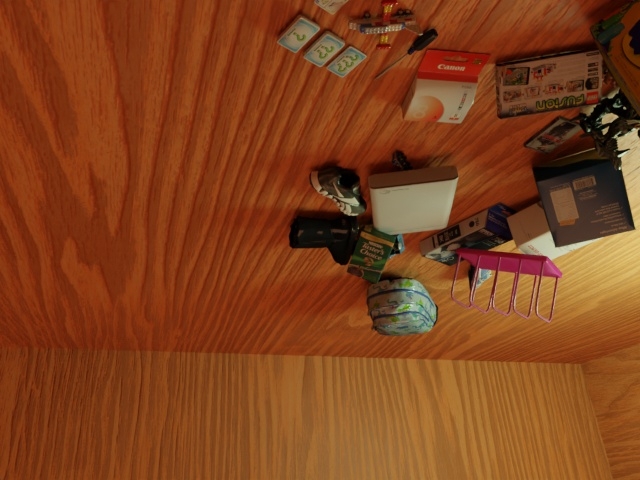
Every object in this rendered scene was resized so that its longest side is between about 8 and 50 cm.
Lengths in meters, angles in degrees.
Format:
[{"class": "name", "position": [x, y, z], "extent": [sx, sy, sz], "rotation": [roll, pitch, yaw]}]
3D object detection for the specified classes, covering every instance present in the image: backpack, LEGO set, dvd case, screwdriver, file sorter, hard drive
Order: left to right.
[{"class": "LEGO set", "position": [0.063, -0.395, 0.987], "extent": [0.183, 0.060, 0.244], "rotation": [16, 147, -40]}, {"class": "backpack", "position": [0.320, 0.273, 2.150], "extent": [0.291, 0.273, 0.355], "rotation": [-4, 141, 15]}, {"class": "screwdriver", "position": [0.170, -0.372, 1.078], "extent": [0.024, 0.025, 0.170], "rotation": [18, 145, -35]}, {"class": "hard drive", "position": [0.266, -0.105, 1.545], "extent": [0.233, 0.047, 0.353], "rotation": [-6, 159, 6]}, {"class": "file sorter", "position": [0.603, 0.149, 1.734], "extent": [0.291, 0.182, 0.202], "rotation": [6, 166, 38]}, {"class": "dvd case", "position": [0.592, -0.266, 1.347], "extent": [0.087, 0.013, 0.119], "rotation": [10, 151, -25]}]

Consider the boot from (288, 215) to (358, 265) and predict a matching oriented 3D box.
[{"class": "boot", "position": [0.000, 0.000, 1.702], "extent": [0.207, 0.094, 0.246], "rotation": [-1, 149, -9]}]

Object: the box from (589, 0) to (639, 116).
[{"class": "box", "position": [0.687, -0.319, 0.917], "extent": [0.279, 0.289, 0.177], "rotation": [-31, 141, 28]}]

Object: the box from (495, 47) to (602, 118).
[{"class": "box", "position": [0.480, -0.330, 1.117], "extent": [0.207, 0.036, 0.114], "rotation": [-7, 113, 7]}]

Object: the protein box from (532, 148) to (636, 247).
[{"class": "protein box", "position": [0.699, -0.116, 1.415], "extent": [0.200, 0.136, 0.201], "rotation": [-16, 110, 23]}]

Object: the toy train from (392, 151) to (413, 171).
[{"class": "toy train", "position": [0.228, -0.194, 1.431], "extent": [0.036, 0.027, 0.158], "rotation": [-5, 155, 27]}]

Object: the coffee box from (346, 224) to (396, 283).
[{"class": "coffee box", "position": [0.160, 0.047, 1.692], "extent": [0.113, 0.040, 0.184], "rotation": [22, 128, 4]}]

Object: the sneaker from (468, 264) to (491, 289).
[{"class": "sneaker", "position": [0.625, 0.140, 2.069], "extent": [0.081, 0.080, 0.211], "rotation": [-3, 154, 5]}]

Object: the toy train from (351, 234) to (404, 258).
[{"class": "toy train", "position": [0.189, 0.022, 1.768], "extent": [0.184, 0.080, 0.105], "rotation": [-8, -171, 27]}]

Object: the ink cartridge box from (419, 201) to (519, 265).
[{"class": "ink cartridge box", "position": [0.513, -0.012, 1.782], "extent": [0.166, 0.065, 0.333], "rotation": [18, 145, -35]}]

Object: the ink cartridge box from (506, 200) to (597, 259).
[{"class": "ink cartridge box", "position": [0.754, -0.055, 1.633], "extent": [0.283, 0.117, 0.207], "rotation": [-30, 144, 29]}]

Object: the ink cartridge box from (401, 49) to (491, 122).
[{"class": "ink cartridge box", "position": [0.273, -0.329, 1.153], "extent": [0.146, 0.045, 0.179], "rotation": [1, 155, -10]}]

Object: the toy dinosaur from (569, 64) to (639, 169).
[{"class": "toy dinosaur", "position": [0.701, -0.302, 1.190], "extent": [0.322, 0.164, 0.218], "rotation": [40, 126, 0]}]

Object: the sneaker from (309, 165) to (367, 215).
[{"class": "sneaker", "position": [0.078, -0.137, 1.465], "extent": [0.106, 0.078, 0.234], "rotation": [-19, 147, 33]}]
